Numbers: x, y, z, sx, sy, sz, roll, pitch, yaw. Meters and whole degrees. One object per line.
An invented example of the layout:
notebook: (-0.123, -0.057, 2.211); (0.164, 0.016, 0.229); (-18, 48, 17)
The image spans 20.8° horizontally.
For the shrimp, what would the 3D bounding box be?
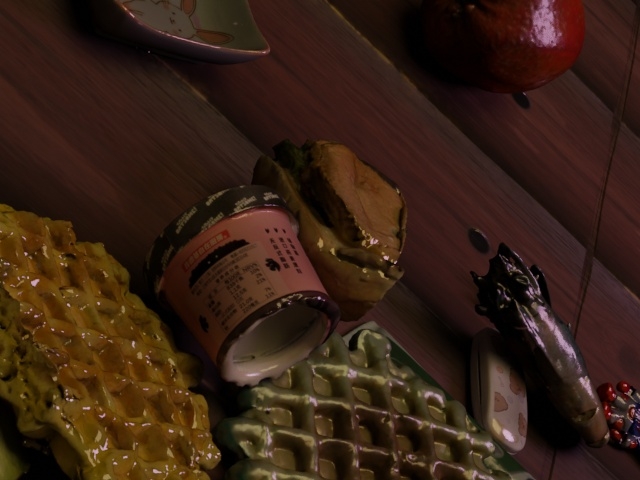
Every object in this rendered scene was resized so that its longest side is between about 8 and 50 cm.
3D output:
shrimp: (0.252, 0.102, 1.960); (0.289, 0.075, 0.178); (51, 11, -21)

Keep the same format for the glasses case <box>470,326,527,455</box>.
glasses case: (0.194, 0.163, 1.905); (0.063, 0.041, 0.164); (37, 36, -28)

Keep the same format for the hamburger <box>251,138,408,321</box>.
hamburger: (0.000, 0.000, 1.716); (0.155, 0.135, 0.208); (31, 23, -20)

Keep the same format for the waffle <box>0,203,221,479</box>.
waffle: (-0.191, 0.104, 1.448); (0.307, 0.060, 0.312); (43, 18, -26)

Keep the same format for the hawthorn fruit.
hawthorn fruit: (0.248, -0.280, 2.223); (0.253, 0.205, 0.205); (13, 51, -49)

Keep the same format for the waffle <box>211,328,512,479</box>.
waffle: (0.047, 0.223, 1.633); (0.292, 0.056, 0.309); (45, 42, 5)

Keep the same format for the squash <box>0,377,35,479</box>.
squash: (-0.287, 0.085, 1.325); (0.155, 0.204, 0.237); (-23, 83, -31)

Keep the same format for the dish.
dish: (-0.167, -0.253, 1.824); (0.212, 0.077, 0.151); (11, 51, -44)

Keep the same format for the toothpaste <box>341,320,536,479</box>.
toothpaste: (0.163, 0.232, 1.770); (0.392, 0.061, 0.099); (44, 33, 11)

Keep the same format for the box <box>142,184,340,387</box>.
box: (-0.066, 0.047, 1.587); (0.151, 0.151, 0.135); (5, 42, -47)

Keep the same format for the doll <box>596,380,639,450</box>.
doll: (0.405, 0.232, 2.076); (0.194, 0.062, 0.104); (31, 39, -18)
